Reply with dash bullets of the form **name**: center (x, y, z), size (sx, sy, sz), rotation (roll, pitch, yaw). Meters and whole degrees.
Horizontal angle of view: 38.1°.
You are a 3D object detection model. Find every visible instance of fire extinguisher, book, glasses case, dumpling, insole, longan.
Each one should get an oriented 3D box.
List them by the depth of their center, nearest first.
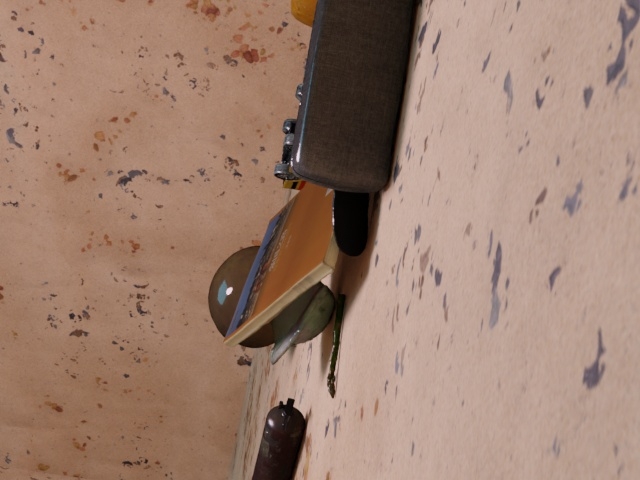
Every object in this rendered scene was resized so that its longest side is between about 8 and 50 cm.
- **glasses case**: center (0.046, -0.227, 1.219), size (0.074, 0.131, 0.323), rotation (146, 134, -79)
- **insole**: center (0.050, -0.146, 1.301), size (0.119, 0.009, 0.349), rotation (28, -118, -51)
- **book**: center (-0.037, 0.000, 1.449), size (0.374, 0.028, 0.263), rotation (-41, 26, 54)
- **dumpling**: center (-0.030, 0.127, 1.520), size (0.216, 0.104, 0.149), rotation (136, 133, -71)
- **fire extinguisher**: center (-0.075, 0.374, 1.647), size (0.089, 0.072, 0.268), rotation (-73, -3, -55)
- **longan**: center (-0.142, 0.127, 2.094), size (0.248, 0.248, 0.248), rotation (-170, 90, -84)

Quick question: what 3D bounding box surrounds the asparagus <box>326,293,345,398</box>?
- **asparagus**: center (0.022, 0.155, 1.372), size (0.016, 0.016, 0.163), rotation (-35, 41, 55)

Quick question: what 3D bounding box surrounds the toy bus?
- **toy bus**: center (-0.016, -0.187, 1.794), size (0.335, 0.123, 0.121), rotation (125, 156, -76)

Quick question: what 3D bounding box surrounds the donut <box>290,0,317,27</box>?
- **donut**: center (0.035, -0.541, 1.799), size (0.317, 0.150, 0.299), rotation (134, 148, -80)
